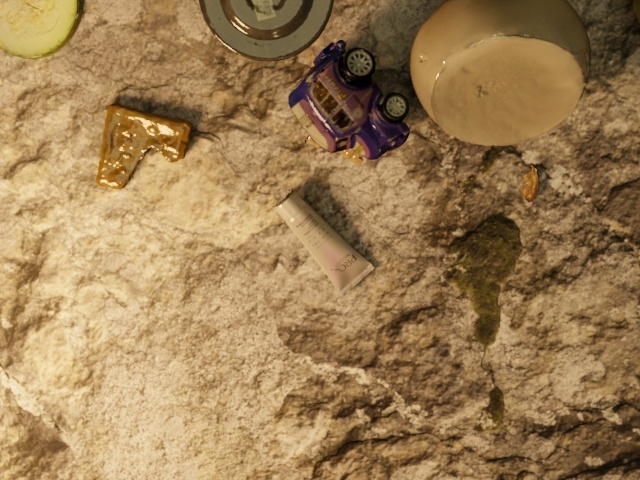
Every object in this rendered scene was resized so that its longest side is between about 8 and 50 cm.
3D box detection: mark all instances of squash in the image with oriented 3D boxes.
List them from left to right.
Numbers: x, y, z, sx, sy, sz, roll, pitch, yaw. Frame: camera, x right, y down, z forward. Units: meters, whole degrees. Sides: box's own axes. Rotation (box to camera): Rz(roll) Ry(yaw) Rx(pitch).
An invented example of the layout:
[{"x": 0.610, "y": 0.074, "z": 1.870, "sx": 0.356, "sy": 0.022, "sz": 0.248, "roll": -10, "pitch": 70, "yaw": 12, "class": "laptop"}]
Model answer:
[{"x": -0.584, "y": -0.473, "z": 1.727, "sx": 0.219, "sy": 0.041, "sz": 0.219, "roll": 0, "pitch": 103, "yaw": -2, "class": "squash"}]

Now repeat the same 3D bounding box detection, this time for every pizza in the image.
[{"x": 0.426, "y": -0.116, "z": 1.753, "sx": 0.037, "sy": 0.016, "sz": 0.083, "roll": 2, "pitch": 105, "yaw": 1, "class": "pizza"}]

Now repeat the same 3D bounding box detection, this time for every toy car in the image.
[{"x": 0.050, "y": -0.245, "z": 1.641, "sx": 0.158, "sy": 0.172, "sz": 0.235, "roll": -42, "pitch": 95, "yaw": -15, "class": "toy car"}]

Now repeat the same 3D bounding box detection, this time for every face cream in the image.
[{"x": 0.000, "y": 0.000, "z": 1.781, "sx": 0.092, "sy": 0.058, "sz": 0.243, "roll": -41, "pitch": 102, "yaw": 5, "class": "face cream"}]

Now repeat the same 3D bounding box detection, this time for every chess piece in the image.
[{"x": 0.035, "y": -0.197, "z": 1.735, "sx": 0.122, "sy": 0.066, "sz": 0.066, "roll": 28, "pitch": 101, "yaw": -7, "class": "chess piece"}]

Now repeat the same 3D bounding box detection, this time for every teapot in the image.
[{"x": -0.138, "y": -0.458, "z": 1.603, "sx": 0.322, "sy": 0.239, "sz": 0.239, "roll": 6, "pitch": 101, "yaw": -3, "class": "teapot"}]

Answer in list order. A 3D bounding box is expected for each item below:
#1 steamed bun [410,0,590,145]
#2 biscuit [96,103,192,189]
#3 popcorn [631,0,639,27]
[{"x": 0.326, "y": -0.334, "z": 1.588, "sx": 0.324, "sy": 0.206, "sz": 0.324, "roll": 0, "pitch": 143, "yaw": 0, "class": "steamed bun"}, {"x": -0.361, "y": -0.183, "z": 1.768, "sx": 0.183, "sy": 0.039, "sz": 0.174, "roll": 10, "pitch": 100, "yaw": 2, "class": "biscuit"}, {"x": 0.735, "y": -0.446, "z": 1.538, "sx": 0.334, "sy": 0.292, "sz": 0.293, "roll": -19, "pitch": 104, "yaw": 11, "class": "popcorn"}]
